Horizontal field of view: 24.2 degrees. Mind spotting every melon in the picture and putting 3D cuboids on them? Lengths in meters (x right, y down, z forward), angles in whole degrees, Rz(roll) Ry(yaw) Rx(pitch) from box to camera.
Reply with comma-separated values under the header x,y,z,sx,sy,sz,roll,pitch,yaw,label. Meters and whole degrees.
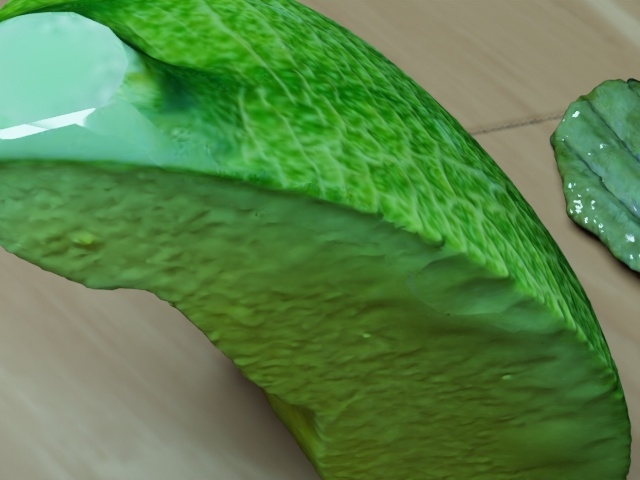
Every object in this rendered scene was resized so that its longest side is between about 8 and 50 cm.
x,y,z,sx,sy,sz,roll,pitch,yaw,label
0.000,0.000,0.469,0.124,0.323,0.196,-44,65,-3,melon

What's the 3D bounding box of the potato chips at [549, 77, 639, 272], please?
x,y,z,sx,sy,sz,roll,pitch,yaw,label
0.175,0.005,0.631,0.092,0.028,0.207,-32,62,-19,potato chips
